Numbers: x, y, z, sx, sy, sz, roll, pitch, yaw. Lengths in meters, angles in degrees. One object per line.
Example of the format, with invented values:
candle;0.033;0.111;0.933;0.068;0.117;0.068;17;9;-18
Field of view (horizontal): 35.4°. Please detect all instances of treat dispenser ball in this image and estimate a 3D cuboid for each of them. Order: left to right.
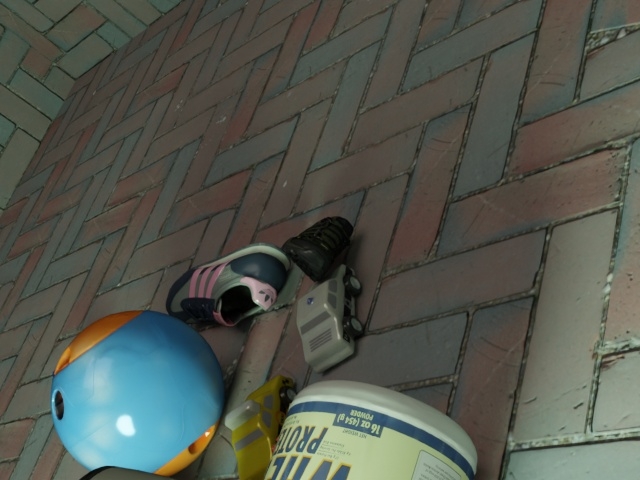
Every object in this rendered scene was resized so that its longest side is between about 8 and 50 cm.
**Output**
treat dispenser ball;-0.304;0.260;1.681;0.288;0.288;0.288;-37;32;27

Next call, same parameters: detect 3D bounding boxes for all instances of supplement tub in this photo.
supplement tub;0.029;0.349;1.131;0.235;0.235;0.325;-16;45;49

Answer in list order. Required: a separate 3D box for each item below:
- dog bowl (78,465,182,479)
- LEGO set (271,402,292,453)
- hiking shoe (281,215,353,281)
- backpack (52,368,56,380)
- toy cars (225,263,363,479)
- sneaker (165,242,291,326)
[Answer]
dog bowl;-0.178;0.462;1.148;0.150;0.408;0.408;-6;44;12
LEGO set;-0.074;0.353;1.391;0.132;0.107;0.287;14;74;49
hiking shoe;0.000;0.000;1.688;0.114;0.086;0.227;-45;6;0
backpack;-0.520;0.303;2.169;0.101;0.098;0.120;-38;15;-17
toy cars;-0.048;0.198;1.579;0.176;0.087;0.394;6;62;58
sneaker;-0.194;0.111;1.874;0.319;0.112;0.131;-29;33;39
